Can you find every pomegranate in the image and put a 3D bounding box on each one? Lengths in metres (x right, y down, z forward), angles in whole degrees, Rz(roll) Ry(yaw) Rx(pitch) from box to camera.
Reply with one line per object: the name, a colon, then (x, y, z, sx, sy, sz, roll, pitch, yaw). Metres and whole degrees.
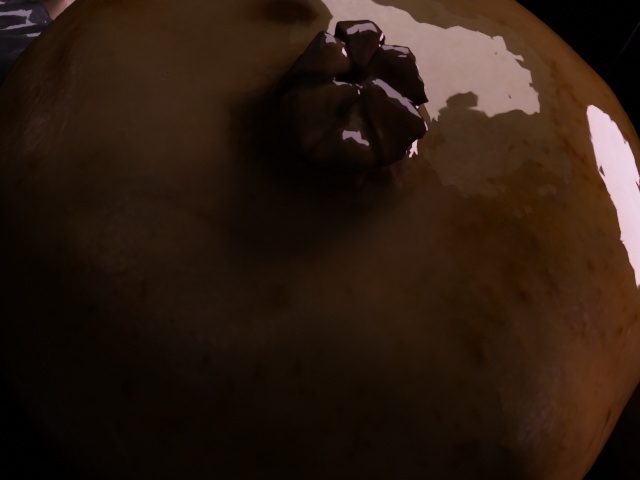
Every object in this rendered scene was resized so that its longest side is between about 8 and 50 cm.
pomegranate: (0.000, 0.000, 0.477, 0.196, 0.196, 0.196, 30, 9, -5)

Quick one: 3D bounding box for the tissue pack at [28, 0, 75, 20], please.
tissue pack: (-0.155, -0.117, 0.880, 0.186, 0.090, 0.222, 36, 11, 18)

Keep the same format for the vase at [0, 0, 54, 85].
vase: (-0.148, -0.082, 0.710, 0.237, 0.115, 0.115, 36, 9, 5)

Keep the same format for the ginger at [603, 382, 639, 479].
ginger: (0.256, 0.107, 0.751, 0.375, 0.176, 0.256, 36, -5, 30)
